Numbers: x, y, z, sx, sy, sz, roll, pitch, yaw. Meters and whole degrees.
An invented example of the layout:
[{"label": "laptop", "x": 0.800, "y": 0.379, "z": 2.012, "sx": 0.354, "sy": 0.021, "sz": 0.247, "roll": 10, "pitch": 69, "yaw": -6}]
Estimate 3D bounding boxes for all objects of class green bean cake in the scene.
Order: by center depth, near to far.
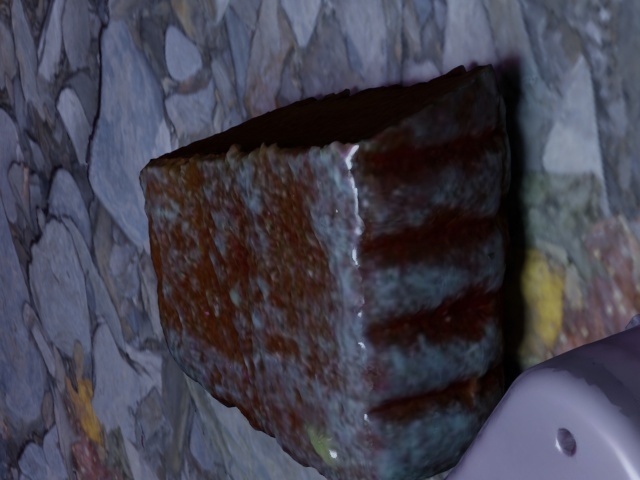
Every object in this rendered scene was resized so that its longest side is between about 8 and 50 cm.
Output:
[{"label": "green bean cake", "x": 0.000, "y": 0.000, "z": 0.854, "sx": 0.232, "sy": 0.097, "sz": 0.199, "roll": 24, "pitch": 124, "yaw": 56}]

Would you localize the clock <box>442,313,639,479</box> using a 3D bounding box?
[{"label": "clock", "x": 0.144, "y": 0.224, "z": 0.682, "sx": 0.322, "sy": 0.113, "sz": 0.295, "roll": 59, "pitch": 147, "yaw": 26}]
